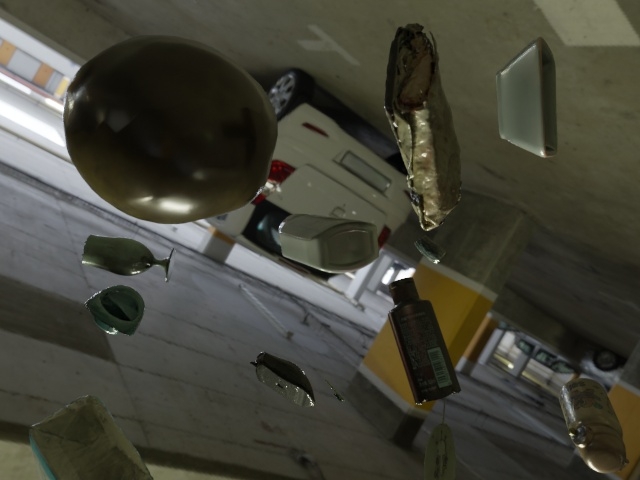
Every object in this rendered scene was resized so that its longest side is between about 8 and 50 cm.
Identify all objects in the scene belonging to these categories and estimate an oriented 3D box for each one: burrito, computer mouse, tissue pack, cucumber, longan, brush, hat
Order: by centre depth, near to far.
[{"bbox_3d":[-0.373,0.408,0.885,0.124,0.271,0.201,-25,-120,-38],"label":"tissue pack"},{"bbox_3d":[0.185,-0.198,0.951,0.107,0.348,0.175,-8,-156,19],"label":"burrito"},{"bbox_3d":[-0.268,-0.204,1.005,0.404,0.336,0.404,15,-153,-8],"label":"longan"},{"bbox_3d":[-0.511,0.185,1.324,0.138,0.078,0.191,36,-165,-6],"label":"hat"},{"bbox_3d":[0.038,0.416,1.478,0.083,0.013,0.016,43,-177,38],"label":"brush"},{"bbox_3d":[-0.119,0.465,1.822,0.264,0.088,0.147,28,137,10],"label":"computer mouse"},{"bbox_3d":[0.396,0.031,1.937,0.112,0.064,0.064,40,-177,12],"label":"cucumber"}]

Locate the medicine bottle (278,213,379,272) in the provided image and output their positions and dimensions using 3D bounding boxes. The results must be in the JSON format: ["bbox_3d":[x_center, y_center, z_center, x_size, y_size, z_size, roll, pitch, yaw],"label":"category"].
[{"bbox_3d":[0.000,0.000,1.195,0.161,0.111,0.296,-10,-169,-24],"label":"medicine bottle"}]

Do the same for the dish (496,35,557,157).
[{"bbox_3d":[0.308,-0.198,0.786,0.064,0.154,0.234,-2,-173,30],"label":"dish"}]

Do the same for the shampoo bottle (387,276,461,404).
[{"bbox_3d":[0.262,0.261,1.425,0.084,0.129,0.323,68,-176,-72],"label":"shampoo bottle"}]

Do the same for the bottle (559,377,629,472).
[{"bbox_3d":[0.544,0.369,1.078,0.110,0.097,0.209,31,-158,3],"label":"bottle"}]

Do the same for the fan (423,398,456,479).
[{"bbox_3d":[0.347,0.553,1.528,0.012,0.415,0.233,-5,156,33],"label":"fan"}]

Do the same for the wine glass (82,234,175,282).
[{"bbox_3d":[-0.460,0.041,1.289,0.202,0.093,0.093,10,-176,-8],"label":"wine glass"}]
